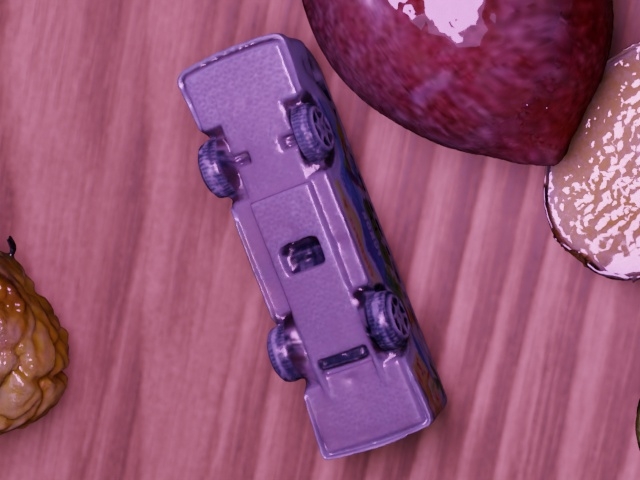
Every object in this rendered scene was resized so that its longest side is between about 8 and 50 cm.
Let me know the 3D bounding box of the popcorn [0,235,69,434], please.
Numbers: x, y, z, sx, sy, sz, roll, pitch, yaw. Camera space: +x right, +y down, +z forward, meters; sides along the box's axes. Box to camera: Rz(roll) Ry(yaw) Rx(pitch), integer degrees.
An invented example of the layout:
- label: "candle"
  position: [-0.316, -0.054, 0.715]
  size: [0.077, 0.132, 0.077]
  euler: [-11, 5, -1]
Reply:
- label: "popcorn"
  position: [-0.283, 0.077, 1.617]
  size: [0.142, 0.173, 0.173]
  euler: [-35, 86, 27]

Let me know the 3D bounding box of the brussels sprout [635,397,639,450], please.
- label: "brussels sprout"
  position: [0.325, 0.157, 1.474]
  size: [0.145, 0.131, 0.183]
  euler: [-44, 83, -5]

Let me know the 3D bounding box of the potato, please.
- label: "potato"
  position: [0.264, -0.062, 1.488]
  size: [0.164, 0.081, 0.200]
  euler: [38, 103, 18]

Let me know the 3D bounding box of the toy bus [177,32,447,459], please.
- label: "toy bus"
  position: [0.000, 0.000, 1.540]
  size: [0.109, 0.136, 0.329]
  euler: [-20, 91, 19]

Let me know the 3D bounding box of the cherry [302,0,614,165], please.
- label: "cherry"
  position: [0.106, -0.189, 1.449]
  size: [0.230, 0.203, 0.300]
  euler: [-30, 77, 6]
